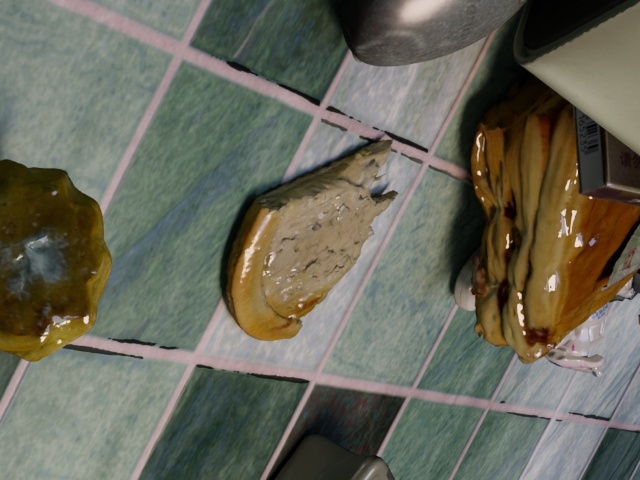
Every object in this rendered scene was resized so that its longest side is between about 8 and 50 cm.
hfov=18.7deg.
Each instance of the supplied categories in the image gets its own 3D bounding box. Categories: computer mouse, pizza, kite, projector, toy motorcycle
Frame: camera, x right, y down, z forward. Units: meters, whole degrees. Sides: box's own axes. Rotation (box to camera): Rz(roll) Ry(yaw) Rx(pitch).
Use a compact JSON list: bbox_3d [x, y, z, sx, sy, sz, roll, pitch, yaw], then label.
[{"bbox_3d":[0.162,-0.276,1.688,0.374,0.114,0.203,-49,165,-22],"label":"computer mouse"},{"bbox_3d":[0.000,0.000,1.803,0.262,0.034,0.181,-34,143,-43],"label":"pizza"},{"bbox_3d":[0.355,-0.042,2.037,0.229,0.012,0.250,-57,153,-12],"label":"kite"},{"bbox_3d":[0.354,-0.212,1.728,0.248,0.249,0.248,-27,-146,52],"label":"projector"},{"bbox_3d":[0.339,0.081,2.415,0.221,0.102,0.150,-42,136,-32],"label":"toy motorcycle"}]

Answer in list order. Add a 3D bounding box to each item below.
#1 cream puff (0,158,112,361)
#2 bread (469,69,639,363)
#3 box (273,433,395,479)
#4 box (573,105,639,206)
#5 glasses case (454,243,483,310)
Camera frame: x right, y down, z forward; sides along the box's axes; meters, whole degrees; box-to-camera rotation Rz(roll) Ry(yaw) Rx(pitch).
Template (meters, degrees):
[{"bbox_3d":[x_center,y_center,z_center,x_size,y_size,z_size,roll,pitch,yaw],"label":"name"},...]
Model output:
[{"bbox_3d":[-0.222,0.022,1.353,0.146,0.146,0.116,-46,-171,-27],"label":"cream puff"},{"bbox_3d":[0.263,-0.066,2.050,0.277,0.167,0.324,-35,145,-41],"label":"bread"},{"bbox_3d":[-0.007,0.287,2.013,0.172,0.093,0.124,-52,153,-16],"label":"box"},{"bbox_3d":[0.317,-0.192,1.893,0.180,0.047,0.325,9,73,-37],"label":"box"},{"bbox_3d":[0.204,0.020,2.172,0.164,0.041,0.063,-41,147,-36],"label":"glasses case"}]
